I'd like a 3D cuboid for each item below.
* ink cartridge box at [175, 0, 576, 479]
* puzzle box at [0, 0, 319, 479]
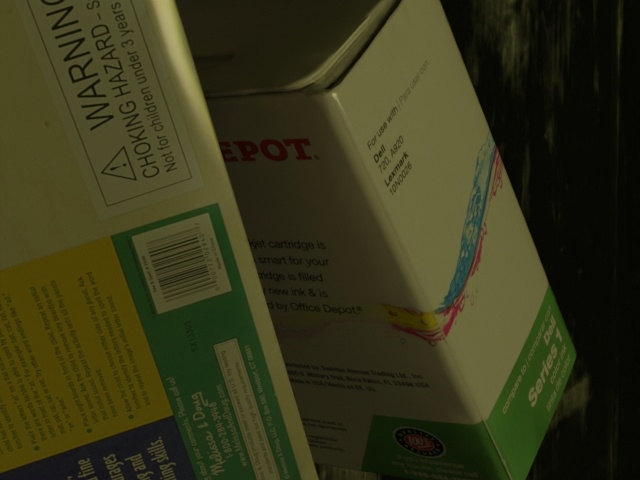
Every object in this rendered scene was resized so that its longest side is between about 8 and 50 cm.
[{"bbox_3d":[0.000,0.000,0.639,0.117,0.201,0.278,-55,132,-36],"label":"ink cartridge box"},{"bbox_3d":[-0.173,-0.017,0.407,0.052,0.272,0.408,-121,-165,-61],"label":"puzzle box"}]
